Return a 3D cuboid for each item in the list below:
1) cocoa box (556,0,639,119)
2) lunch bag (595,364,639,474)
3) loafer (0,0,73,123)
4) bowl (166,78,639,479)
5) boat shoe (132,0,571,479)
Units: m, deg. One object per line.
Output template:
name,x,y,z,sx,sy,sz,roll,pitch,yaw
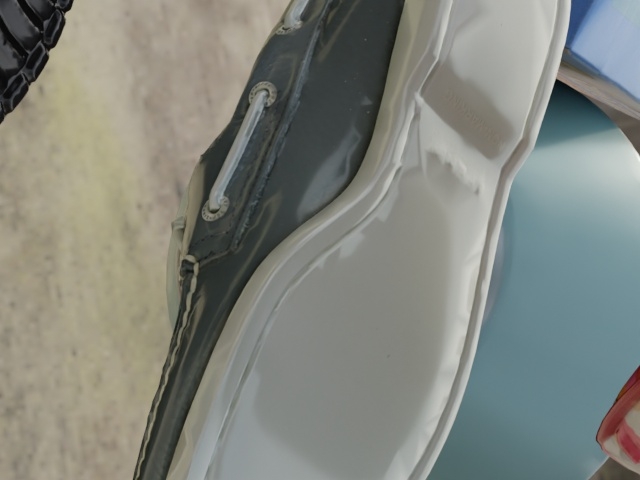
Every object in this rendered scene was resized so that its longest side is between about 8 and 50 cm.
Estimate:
cocoa box,0.170,-0.226,1.070,0.231,0.228,0.347,-62,154,6
lunch bag,0.237,-0.002,0.543,0.120,0.258,0.293,50,-18,10
loafer,-0.163,-0.186,0.715,0.134,0.130,0.366,62,45,-66
bowl,0.031,0.020,0.987,0.163,0.312,0.311,21,58,-57
boat shoe,0.000,0.000,0.644,0.116,0.099,0.319,44,61,-40
